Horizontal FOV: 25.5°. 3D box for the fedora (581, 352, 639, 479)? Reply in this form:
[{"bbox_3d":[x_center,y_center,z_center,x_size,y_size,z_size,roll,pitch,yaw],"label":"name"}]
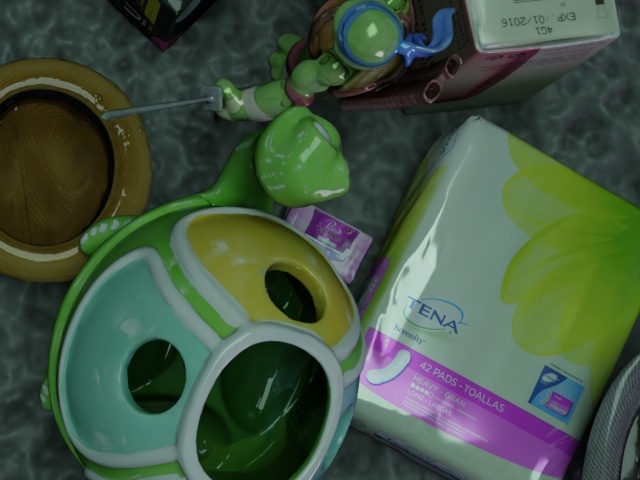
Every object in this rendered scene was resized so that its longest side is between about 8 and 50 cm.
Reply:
[{"bbox_3d":[0.317,0.197,1.244,0.243,0.124,0.276,-8,97,-17],"label":"fedora"}]

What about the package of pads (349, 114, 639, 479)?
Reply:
[{"bbox_3d":[0.150,0.063,1.250,0.229,0.101,0.297,29,77,-8],"label":"package of pads"}]

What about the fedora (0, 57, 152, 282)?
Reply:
[{"bbox_3d":[-0.235,-0.055,1.197,0.194,0.079,0.194,3,77,-11],"label":"fedora"}]

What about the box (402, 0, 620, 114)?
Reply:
[{"bbox_3d":[0.145,-0.208,1.218,0.126,0.232,0.149,-9,84,-12],"label":"box"}]

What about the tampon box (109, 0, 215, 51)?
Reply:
[{"bbox_3d":[-0.113,-0.265,1.230,0.101,0.120,0.161,43,77,-3],"label":"tampon box"}]

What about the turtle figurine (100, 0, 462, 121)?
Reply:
[{"bbox_3d":[-0.027,-0.197,1.154,0.274,0.266,0.198,-2,95,1],"label":"turtle figurine"}]

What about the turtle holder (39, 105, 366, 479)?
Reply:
[{"bbox_3d":[-0.059,0.079,1.097,0.320,0.227,0.243,-45,114,-8],"label":"turtle holder"}]

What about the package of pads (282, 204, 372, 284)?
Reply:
[{"bbox_3d":[0.000,0.000,1.262,0.083,0.032,0.050,28,79,-7],"label":"package of pads"}]
